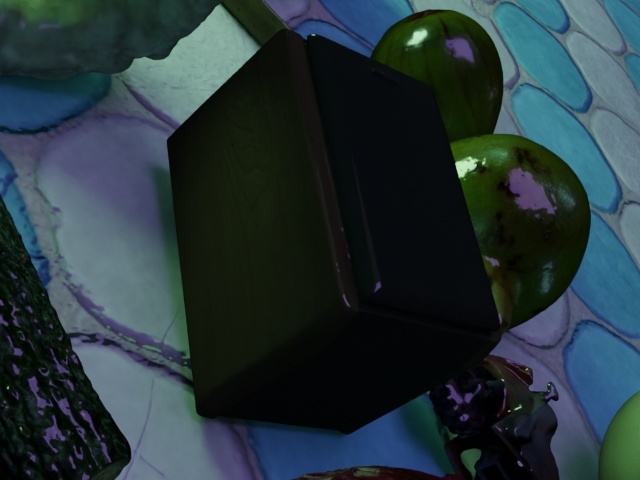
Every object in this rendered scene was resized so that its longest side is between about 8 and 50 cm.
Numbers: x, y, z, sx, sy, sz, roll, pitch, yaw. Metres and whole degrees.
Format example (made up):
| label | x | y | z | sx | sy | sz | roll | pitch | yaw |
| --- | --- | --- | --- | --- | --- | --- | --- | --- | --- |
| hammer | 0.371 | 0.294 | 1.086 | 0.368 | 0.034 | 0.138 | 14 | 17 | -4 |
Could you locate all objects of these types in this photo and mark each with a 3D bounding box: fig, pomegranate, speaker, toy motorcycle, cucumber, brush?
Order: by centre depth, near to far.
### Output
| label | x | y | z | sx | sy | sz | roll | pitch | yaw |
| --- | --- | --- | --- | --- | --- | --- | --- | --- | --- |
| cucumber | -0.185 | 0.050 | 0.529 | 0.077 | 0.077 | 0.265 | -12 | 64 | -51 |
| speaker | 0.000 | 0.000 | 0.676 | 0.153 | 0.192 | 0.231 | 16 | 50 | -39 |
| toy motorcycle | 0.167 | 0.179 | 0.775 | 0.212 | 0.084 | 0.118 | 58 | 34 | 0 |
| pomegranate | 0.157 | -0.013 | 0.883 | 0.241 | 0.159 | 0.190 | -20 | 72 | -48 |
| brush | -0.014 | -0.169 | 0.943 | 0.248 | 0.043 | 0.036 | 47 | 33 | -3 |
| fig | 0.144 | -0.126 | 1.042 | 0.151 | 0.151 | 0.259 | -40 | 116 | -55 |

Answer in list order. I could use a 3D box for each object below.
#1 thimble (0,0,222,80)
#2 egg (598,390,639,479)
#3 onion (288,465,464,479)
| label | x | y | z | sx | sy | sz | roll | pitch | yaw |
| --- | --- | --- | --- | --- | --- | --- | --- | --- | --- |
| thimble | -0.181 | -0.254 | 0.643 | 0.291 | 0.291 | 0.195 | 11 | 56 | -41 |
| egg | 0.357 | 0.240 | 0.827 | 0.254 | 0.188 | 0.188 | 55 | 35 | -1 |
| onion | 0.028 | 0.240 | 0.475 | 0.246 | 0.190 | 0.246 | 13 | 67 | -33 |
